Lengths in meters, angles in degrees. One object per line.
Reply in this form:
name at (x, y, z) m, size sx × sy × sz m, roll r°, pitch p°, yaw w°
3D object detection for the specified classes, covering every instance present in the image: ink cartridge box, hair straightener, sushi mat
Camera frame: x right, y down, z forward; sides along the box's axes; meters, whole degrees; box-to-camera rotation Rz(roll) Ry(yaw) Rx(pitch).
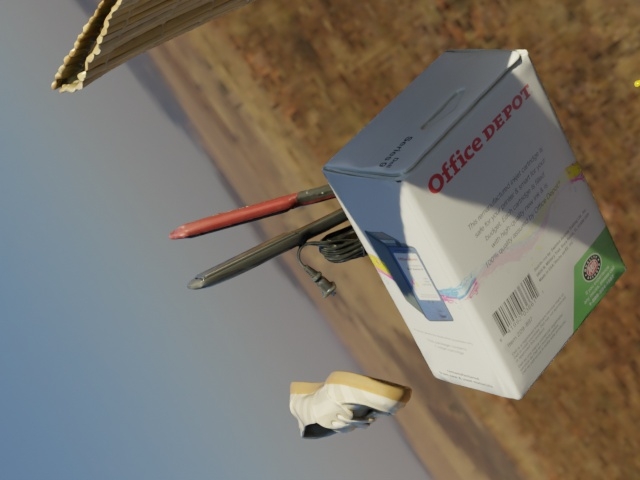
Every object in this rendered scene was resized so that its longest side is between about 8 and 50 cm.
ink cartridge box at (0.119, -0.015, 1.030) m, size 0.093 × 0.154 × 0.212 m, roll 11°, pitch 139°, yaw 49°
hair straightener at (0.000, 0.000, 1.100) m, size 0.047 × 0.230 × 0.089 m, roll -6°, pitch 102°, yaw 69°
sushi mat at (-0.046, -0.187, 0.866) m, size 0.019 × 0.151 × 0.316 m, roll 39°, pitch -149°, yaw 6°

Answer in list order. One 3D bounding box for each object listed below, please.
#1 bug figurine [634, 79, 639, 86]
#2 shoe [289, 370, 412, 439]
bug figurine at (0.406, -0.254, 1.456) m, size 0.216 × 0.072 × 0.279 m, roll 11°, pitch 123°, yaw 47°
shoe at (0.026, 0.163, 1.340) m, size 0.077 × 0.058 × 0.219 m, roll 13°, pitch 168°, yaw -18°
